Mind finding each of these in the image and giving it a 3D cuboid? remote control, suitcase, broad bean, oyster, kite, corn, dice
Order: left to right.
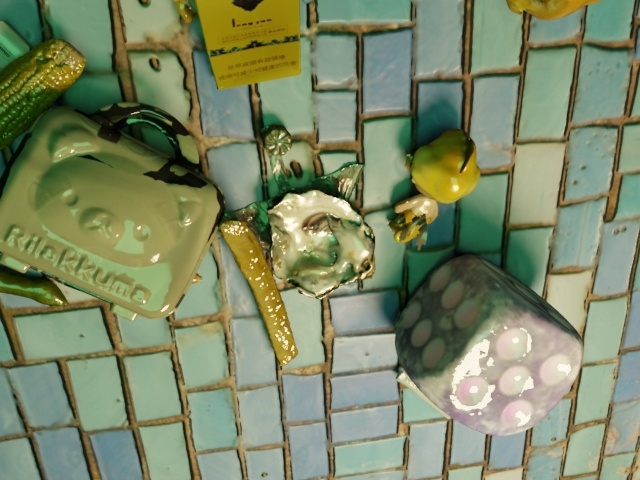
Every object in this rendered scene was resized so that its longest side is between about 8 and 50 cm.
[{"bbox_3d":[-0.556,-0.284,1.018,0.166,0.029,0.065,-35,124,11],"label":"remote control"},{"bbox_3d":[-0.600,0.076,1.167,0.256,0.052,0.053,19,151,-21],"label":"broad bean"},{"bbox_3d":[-0.495,-0.230,1.013,0.262,0.097,0.097,-36,116,10],"label":"corn"},{"bbox_3d":[-0.344,-0.069,1.040,0.352,0.194,0.339,28,81,-16],"label":"suitcase"},{"bbox_3d":[-0.064,-0.074,1.217,0.335,0.011,0.314,-21,116,-1],"label":"kite"},{"bbox_3d":[0.000,0.000,1.215,0.214,0.083,0.222,-15,107,-12],"label":"oyster"},{"bbox_3d":[0.337,0.209,1.277,0.271,0.270,0.270,30,105,-21],"label":"dice"}]

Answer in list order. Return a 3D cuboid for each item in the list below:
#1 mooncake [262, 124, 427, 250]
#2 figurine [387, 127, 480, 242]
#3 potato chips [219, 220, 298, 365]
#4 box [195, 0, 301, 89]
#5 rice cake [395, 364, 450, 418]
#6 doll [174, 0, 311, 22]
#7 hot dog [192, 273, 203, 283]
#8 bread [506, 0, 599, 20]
[{"bbox_3d":[0.046,-0.101,1.157,0.347,0.057,0.150,18,115,4],"label":"mooncake"},{"bbox_3d":[0.220,-0.105,1.202,0.156,0.131,0.246,14,125,-19],"label":"figurine"},{"bbox_3d":[-0.115,0.092,1.224,0.057,0.080,0.407,-18,131,-2],"label":"potato chips"},{"bbox_3d":[-0.108,-0.336,0.971,0.153,0.279,0.041,-12,72,-5],"label":"box"},{"bbox_3d":[0.247,0.359,1.462,0.033,0.033,0.208,-44,114,12],"label":"rice cake"},{"bbox_3d":[-0.087,-0.437,0.973,0.314,0.141,0.177,-20,147,7],"label":"doll"},{"bbox_3d":[-0.344,0.041,1.177,0.249,0.076,0.102,21,71,-14],"label":"hot dog"},{"bbox_3d":[0.422,-0.526,0.991,0.270,0.211,0.315,-17,119,-4],"label":"bread"}]
